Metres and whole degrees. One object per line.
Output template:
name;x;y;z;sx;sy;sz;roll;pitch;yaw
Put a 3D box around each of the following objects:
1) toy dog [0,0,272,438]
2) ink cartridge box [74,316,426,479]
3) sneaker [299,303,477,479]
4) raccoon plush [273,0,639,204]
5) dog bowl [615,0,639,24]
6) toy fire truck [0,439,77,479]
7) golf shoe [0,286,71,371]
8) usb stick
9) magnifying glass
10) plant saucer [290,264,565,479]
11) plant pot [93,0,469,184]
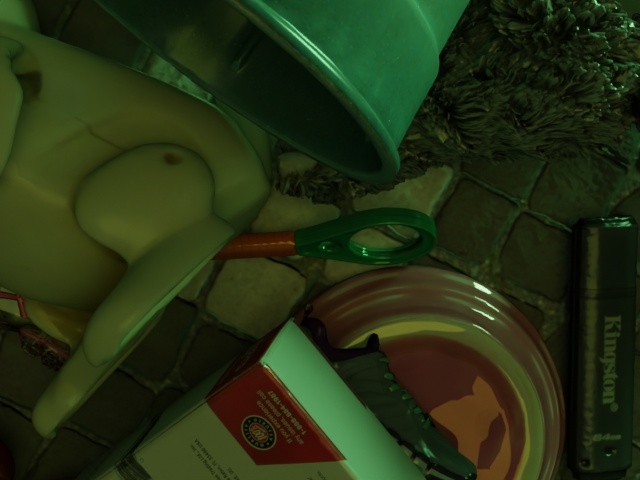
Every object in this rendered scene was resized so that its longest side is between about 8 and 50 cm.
toy dog;-0.257;-0.103;0.896;0.408;0.284;0.395;42;63;-3
ink cartridge box;-0.076;0.230;0.908;0.273;0.114;0.197;-37;96;19
sneaker;0.061;0.147;0.968;0.224;0.083;0.098;29;86;-6
raccoon plush;0.159;-0.082;0.914;0.446;0.216;0.299;39;94;31
dog bowl;0.457;-0.295;0.954;0.408;0.150;0.408;-1;79;8
toy fire truck;-0.338;0.337;0.985;0.302;0.169;0.254;31;110;-16
golf shoe;-0.296;0.052;1.022;0.186;0.067;0.086;34;66;-8
usb stick;0.292;0.111;1.084;0.077;0.045;0.278;-2;96;-25
magnifying glass;0.000;0.000;1.040;0.231;0.092;0.026;-5;63;3
plant saucer;0.093;0.193;1.056;0.332;0.084;0.332;0;94;-5
plant pot;0.006;-0.274;0.763;0.341;0.341;0.334;35;84;-7
